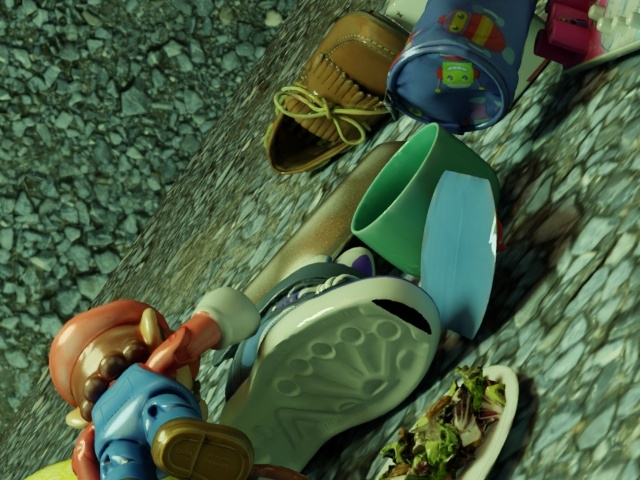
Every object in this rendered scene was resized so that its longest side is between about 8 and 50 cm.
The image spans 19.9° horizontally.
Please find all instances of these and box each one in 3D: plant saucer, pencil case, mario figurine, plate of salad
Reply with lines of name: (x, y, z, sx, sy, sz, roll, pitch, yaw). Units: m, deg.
plant saucer: (0.000, 0.000, 1.951, 0.310, 0.050, 0.310, -48, -2, -2)
pencil case: (0.155, -0.229, 1.783, 0.133, 0.119, 0.306, 97, -169, -49)
mario figurine: (-0.124, 0.157, 1.555, 0.198, 0.170, 0.320, -16, 24, -7)
plate of salad: (0.075, 0.169, 1.369, 0.200, 0.048, 0.200, -50, 12, 15)

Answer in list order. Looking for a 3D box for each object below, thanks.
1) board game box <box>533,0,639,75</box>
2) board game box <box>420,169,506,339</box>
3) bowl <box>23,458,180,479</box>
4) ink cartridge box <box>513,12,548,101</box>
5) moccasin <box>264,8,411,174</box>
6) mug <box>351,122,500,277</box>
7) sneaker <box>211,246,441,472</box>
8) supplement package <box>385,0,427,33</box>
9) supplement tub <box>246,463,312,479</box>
board game box: (0.314, -0.361, 1.617, 0.390, 0.050, 0.390, 167, 119, -78)
board game box: (0.131, 0.011, 1.556, 0.168, 0.033, 0.133, -160, 76, -71)
bowl: (-0.241, 0.306, 1.627, 0.289, 0.156, 0.289, -23, 48, 28)
ink cartridge box: (0.189, -0.201, 1.943, 0.109, 0.063, 0.150, -50, 12, 9)
moccasin: (0.016, -0.181, 2.345, 0.147, 0.139, 0.380, -60, 14, -25)
mug: (0.110, -0.039, 1.703, 0.129, 0.097, 0.158, -39, 17, 48)
sneaker: (0.019, 0.062, 1.673, 0.323, 0.130, 0.236, -48, 16, 46)
supplement package: (0.164, -0.324, 2.279, 0.105, 0.105, 0.179, -44, 15, 32)
supplement tub: (-0.061, 0.278, 1.425, 0.106, 0.106, 0.198, -38, 19, 49)
